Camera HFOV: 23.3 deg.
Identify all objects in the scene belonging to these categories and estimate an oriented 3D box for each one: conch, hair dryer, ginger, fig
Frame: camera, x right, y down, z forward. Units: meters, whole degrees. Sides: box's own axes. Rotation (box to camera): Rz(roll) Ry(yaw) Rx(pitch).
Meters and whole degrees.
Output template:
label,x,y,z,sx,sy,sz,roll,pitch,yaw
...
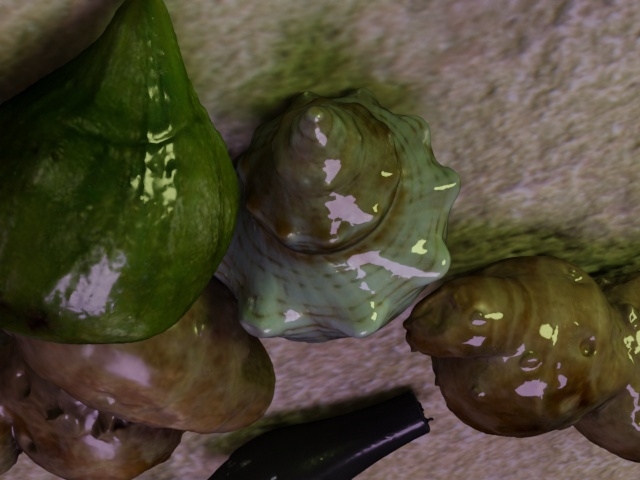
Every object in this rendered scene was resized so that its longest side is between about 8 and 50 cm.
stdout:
label,x,y,z,sx,sy,sz,roll,pitch,yaw
conch,-0.004,0.010,1.157,0.203,0.170,0.386,15,144,8
hair dryer,0.016,0.243,1.606,0.235,0.091,0.272,-25,158,2
ginger,0.229,0.107,1.362,0.375,0.176,0.256,12,155,-31
ginger,-0.182,0.110,1.248,0.244,0.155,0.304,17,137,-31
fig,-0.146,-0.060,1.006,0.203,0.203,0.235,1,123,-19
